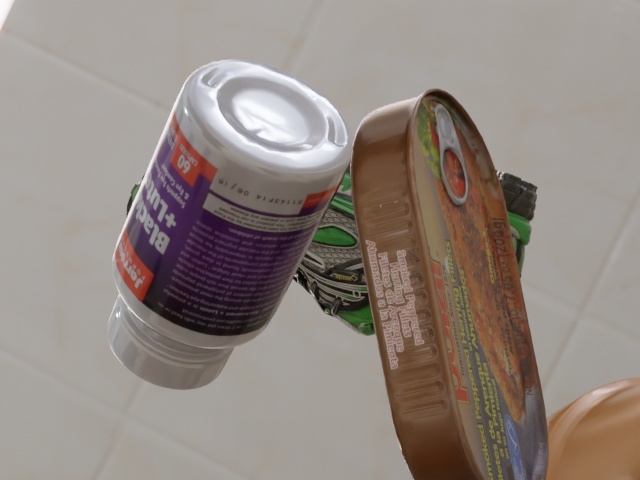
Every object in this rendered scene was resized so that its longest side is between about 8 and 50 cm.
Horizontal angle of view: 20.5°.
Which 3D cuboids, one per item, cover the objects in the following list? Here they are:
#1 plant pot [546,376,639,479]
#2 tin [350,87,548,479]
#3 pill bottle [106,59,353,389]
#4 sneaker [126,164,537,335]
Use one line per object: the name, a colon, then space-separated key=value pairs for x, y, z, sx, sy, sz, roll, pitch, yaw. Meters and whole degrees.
plant pot: x=0.275 y=0.189 z=1.111 sx=0.203 sy=0.291 sz=0.291 roll=-49 pitch=3 yaw=46
tin: x=0.056 y=0.028 z=0.775 sx=0.106 sy=0.040 sz=0.189 roll=13 pitch=-115 yaw=-67
pill bottle: x=-0.063 y=-0.003 z=1.070 sx=0.108 sy=0.108 sz=0.193 roll=-49 pitch=-12 yaw=-54
sneaker: x=0.000 y=0.000 z=1.466 sx=0.134 sy=0.343 sz=0.146 roll=23 pitch=-107 yaw=-76
